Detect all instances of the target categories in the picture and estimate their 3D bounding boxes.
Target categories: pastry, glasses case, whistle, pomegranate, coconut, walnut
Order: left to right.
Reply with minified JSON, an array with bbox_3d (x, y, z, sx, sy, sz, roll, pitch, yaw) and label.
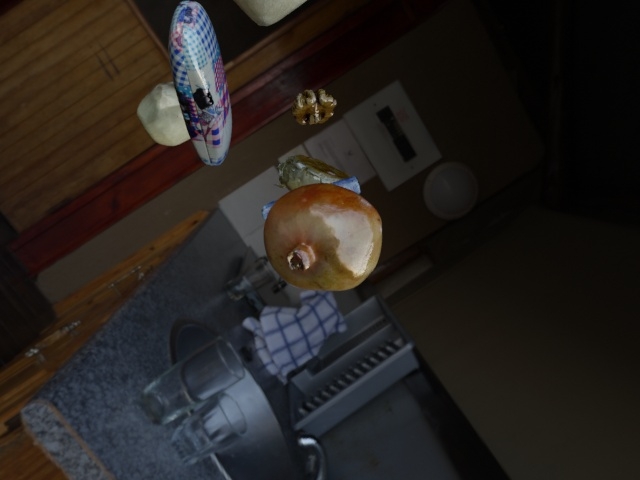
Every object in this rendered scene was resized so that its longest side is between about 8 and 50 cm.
[{"bbox_3d":[-0.477,-0.420,1.676,0.224,0.224,0.224,57,2,-3],"label":"coconut"},{"bbox_3d":[-0.204,-0.259,0.899,0.327,0.076,0.125,94,-3,-63],"label":"glasses case"},{"bbox_3d":[-0.136,-0.676,1.274,0.237,0.238,0.265,-119,-151,-62],"label":"coconut"},{"bbox_3d":[-0.030,-0.123,1.547,0.062,0.304,0.062,163,-90,-87],"label":"whistle"},{"bbox_3d":[-0.025,-0.422,1.610,0.170,0.143,0.069,121,-38,-74],"label":"walnut"},{"bbox_3d":[0.000,0.000,1.086,0.270,0.252,0.228,-46,144,-69],"label":"pomegranate"},{"bbox_3d":[0.002,-0.216,1.945,0.330,0.136,0.329,22,17,-7],"label":"pastry"}]
